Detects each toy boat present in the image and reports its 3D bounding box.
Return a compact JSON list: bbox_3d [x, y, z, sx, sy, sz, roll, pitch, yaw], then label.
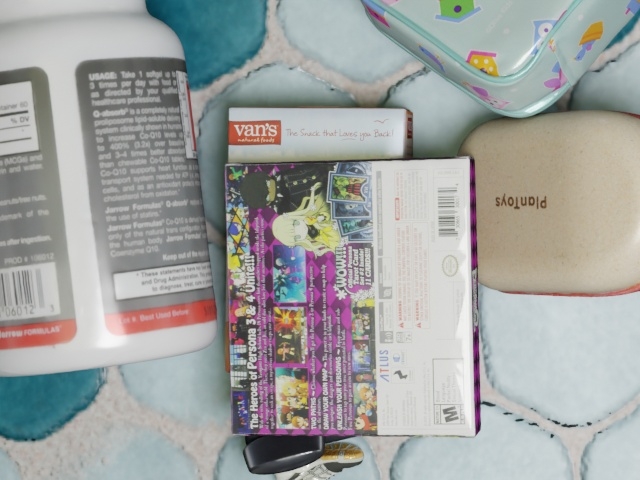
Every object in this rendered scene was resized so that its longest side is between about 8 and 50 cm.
[{"bbox_3d":[0.227,-0.031,1.489,0.231,0.151,0.151,1,92,52],"label":"toy boat"}]

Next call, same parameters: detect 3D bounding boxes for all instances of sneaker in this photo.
[{"bbox_3d":[0.000,0.203,1.589,0.083,0.032,0.037,-10,103,15],"label":"sneaker"}]

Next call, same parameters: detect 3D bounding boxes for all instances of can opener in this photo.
[{"bbox_3d":[0.021,0.157,1.571,0.186,0.059,0.073,-16,62,0],"label":"can opener"}]

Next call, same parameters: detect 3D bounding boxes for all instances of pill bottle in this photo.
[{"bbox_3d":[-0.209,-0.076,1.525,0.210,0.210,0.363,-6,90,10],"label":"pill bottle"}]

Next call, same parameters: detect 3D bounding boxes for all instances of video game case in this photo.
[{"bbox_3d":[0.027,0.047,1.500,0.210,0.042,0.232,-2,91,13],"label":"video game case"}]

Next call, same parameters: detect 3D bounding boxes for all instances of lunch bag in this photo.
[{"bbox_3d":[0.168,-0.259,1.479,0.224,0.108,0.279,37,85,28],"label":"lunch bag"}]

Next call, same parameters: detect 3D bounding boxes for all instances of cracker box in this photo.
[{"bbox_3d":[0.000,0.000,1.562,0.155,0.067,0.232,2,93,10],"label":"cracker box"}]
